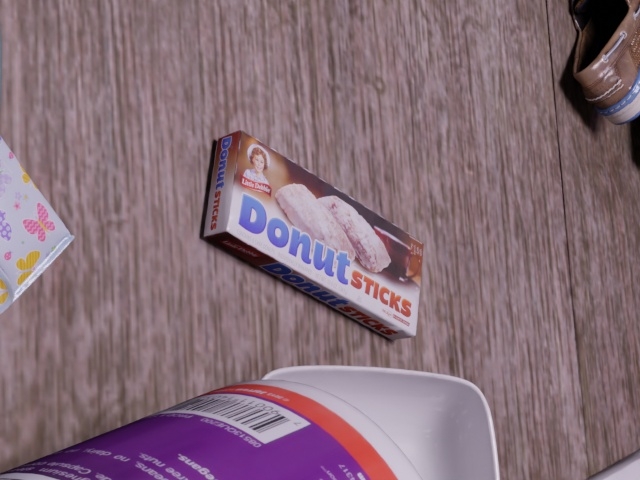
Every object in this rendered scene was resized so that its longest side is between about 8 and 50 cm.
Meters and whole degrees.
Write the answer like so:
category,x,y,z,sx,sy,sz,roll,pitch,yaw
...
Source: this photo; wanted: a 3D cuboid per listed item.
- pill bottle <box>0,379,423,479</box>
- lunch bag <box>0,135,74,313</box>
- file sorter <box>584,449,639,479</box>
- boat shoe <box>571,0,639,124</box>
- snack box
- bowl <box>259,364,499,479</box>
category,x,y,z,sx,sy,sz,roll,pitch,yaw
pill bottle,-0.095,0.178,0.712,0.323,0.181,0.181,-17,93,-52
lunch bag,-0.165,0.000,0.781,0.083,0.053,0.071,-47,116,-33
file sorter,0.312,0.238,1.219,0.278,0.173,0.192,-14,91,-52
boat shoe,0.233,-0.179,1.325,0.066,0.066,0.183,36,47,-27
snack box,0.000,0.000,1.013,0.178,0.022,0.064,30,59,-44
bowl,0.025,0.144,0.940,0.142,0.053,0.142,4,68,-11
